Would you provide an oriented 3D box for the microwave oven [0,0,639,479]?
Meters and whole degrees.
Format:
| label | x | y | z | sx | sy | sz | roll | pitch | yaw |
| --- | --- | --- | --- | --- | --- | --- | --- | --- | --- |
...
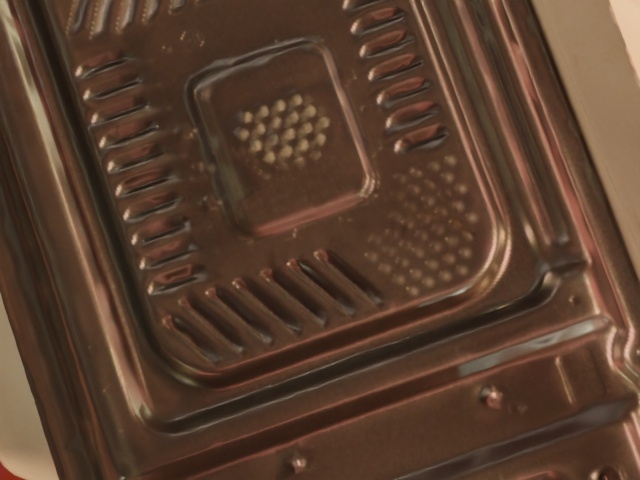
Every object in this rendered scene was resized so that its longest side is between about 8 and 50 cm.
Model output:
| label | x | y | z | sx | sy | sz | roll | pitch | yaw |
| --- | --- | --- | --- | --- | --- | --- | --- | --- | --- |
| microwave oven | 0.000 | 0.000 | 0.436 | 0.162 | 0.208 | 0.122 | -19 | 170 | -2 |
